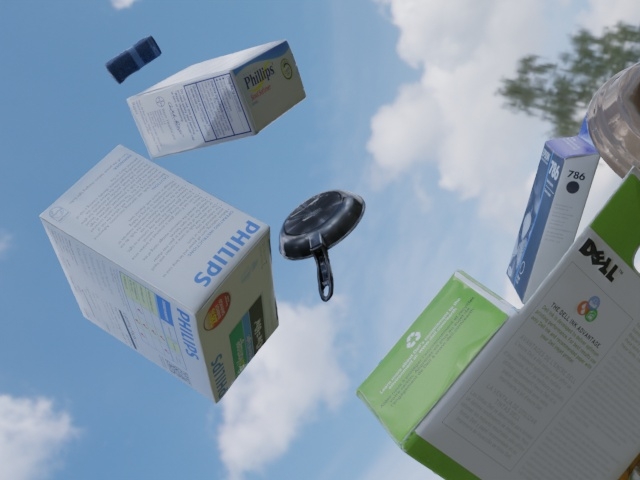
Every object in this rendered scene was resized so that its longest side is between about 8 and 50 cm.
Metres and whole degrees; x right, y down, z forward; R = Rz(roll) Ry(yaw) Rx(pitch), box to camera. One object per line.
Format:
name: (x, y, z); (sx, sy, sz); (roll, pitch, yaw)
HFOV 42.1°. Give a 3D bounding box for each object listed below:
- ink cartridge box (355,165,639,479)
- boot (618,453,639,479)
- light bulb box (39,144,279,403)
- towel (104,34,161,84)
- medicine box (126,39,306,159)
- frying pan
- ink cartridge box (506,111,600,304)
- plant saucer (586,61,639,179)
ink cartridge box: (0.186, 0.086, 0.650); (0.189, 0.097, 0.255); (39, -89, -25)
boot: (0.582, 0.497, 1.786); (0.295, 0.211, 0.104); (-41, 2, -13)
light bulb box: (-0.289, 0.069, 1.590); (0.225, 0.361, 0.358); (-50, -22, -29)
towel: (-0.395, -0.382, 1.756); (0.119, 0.029, 0.067); (-34, -17, -5)
medicine box: (-0.223, -0.313, 1.834); (0.263, 0.289, 0.149); (-48, -56, -54)
frying pan: (-0.023, 0.005, 1.588); (0.053, 0.197, 0.326); (56, -142, -27)
ink cartridge box: (0.410, -0.060, 1.454); (0.165, 0.065, 0.332); (-79, 3, -74)
plant saucer: (0.414, -0.113, 0.840); (0.278, 0.278, 0.041); (-47, -28, -37)
